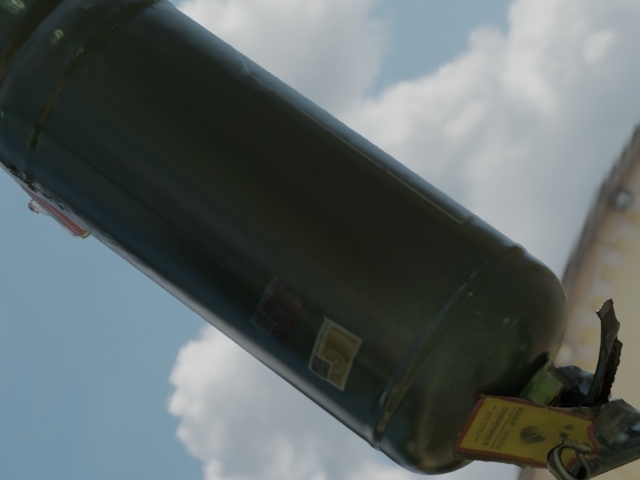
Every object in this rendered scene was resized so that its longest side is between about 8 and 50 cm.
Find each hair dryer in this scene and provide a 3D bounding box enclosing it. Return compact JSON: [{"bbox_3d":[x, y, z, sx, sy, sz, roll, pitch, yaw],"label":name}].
[{"bbox_3d":[-0.261,-0.041,1.628,0.054,0.106,0.154,-54,9,-19],"label":"hair dryer"}]

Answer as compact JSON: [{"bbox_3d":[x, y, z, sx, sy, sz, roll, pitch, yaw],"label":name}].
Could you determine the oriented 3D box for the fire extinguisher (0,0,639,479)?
[{"bbox_3d":[0.000,0.000,0.651,0.095,0.311,0.114,-37,-21,-49],"label":"fire extinguisher"}]
